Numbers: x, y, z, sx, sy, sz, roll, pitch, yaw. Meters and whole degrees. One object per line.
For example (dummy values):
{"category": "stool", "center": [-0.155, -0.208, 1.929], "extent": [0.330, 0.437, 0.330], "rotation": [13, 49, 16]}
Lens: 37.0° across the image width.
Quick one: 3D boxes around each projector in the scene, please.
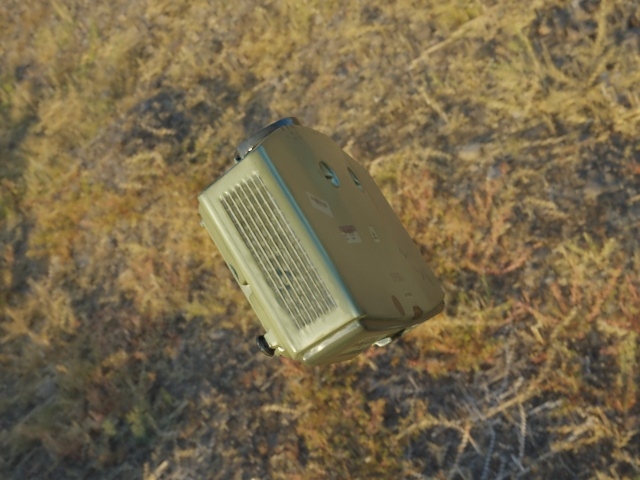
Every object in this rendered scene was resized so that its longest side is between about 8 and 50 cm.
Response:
{"category": "projector", "center": [0.000, 0.000, 0.764], "extent": [0.088, 0.193, 0.269], "rotation": [-34, -11, 16]}
